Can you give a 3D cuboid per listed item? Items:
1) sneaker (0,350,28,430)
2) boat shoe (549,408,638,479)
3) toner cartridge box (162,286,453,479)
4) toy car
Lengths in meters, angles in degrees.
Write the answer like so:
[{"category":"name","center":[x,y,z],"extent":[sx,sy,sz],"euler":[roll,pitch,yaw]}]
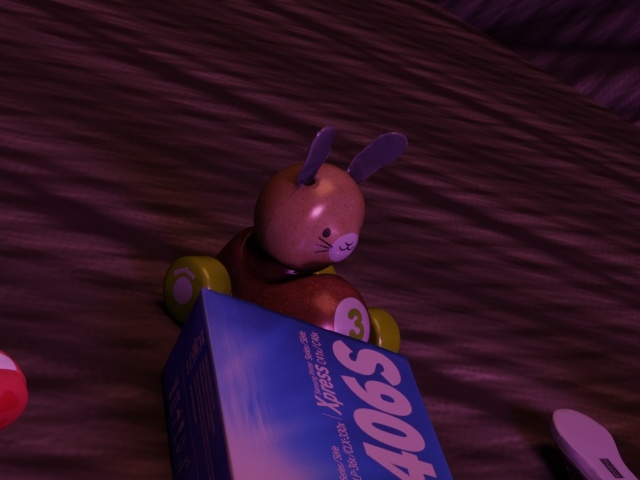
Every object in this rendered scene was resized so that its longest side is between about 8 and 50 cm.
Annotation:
[{"category":"sneaker","center":[-0.208,0.138,0.783],"extent":[0.128,0.087,0.221],"euler":[44,38,19]},{"category":"boat shoe","center":[0.211,0.183,1.204],"extent":[0.049,0.040,0.142],"euler":[7,27,-23]},{"category":"toner cartridge box","center":[0.001,0.164,0.951],"extent":[0.165,0.075,0.348],"euler":[18,23,-19]},{"category":"toy car","center":[0.000,0.000,1.173],"extent":[0.155,0.188,0.149],"euler":[0,34,-50]}]
